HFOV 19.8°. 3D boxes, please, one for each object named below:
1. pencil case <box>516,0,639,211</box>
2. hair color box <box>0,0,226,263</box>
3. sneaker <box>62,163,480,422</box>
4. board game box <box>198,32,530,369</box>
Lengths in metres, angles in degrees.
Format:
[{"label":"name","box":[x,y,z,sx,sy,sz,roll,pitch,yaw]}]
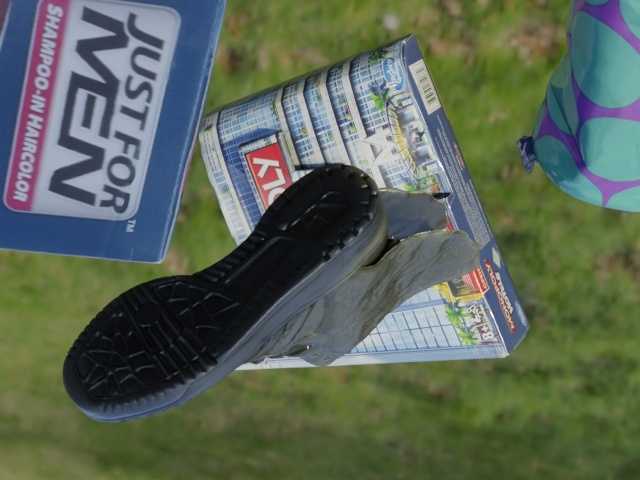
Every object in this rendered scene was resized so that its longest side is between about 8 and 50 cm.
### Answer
[{"label":"pencil case","box":[0.115,-0.076,0.660,0.064,0.070,0.152,-14,148,-13]},{"label":"hair color box","box":[-0.214,-0.093,0.539,0.347,0.174,0.105,6,122,-16]},{"label":"sneaker","box":[-0.016,0.028,0.726,0.051,0.170,0.089,50,172,29]},{"label":"board game box","box":[0.000,0.000,1.111,0.194,0.060,0.194,-20,97,24]}]
